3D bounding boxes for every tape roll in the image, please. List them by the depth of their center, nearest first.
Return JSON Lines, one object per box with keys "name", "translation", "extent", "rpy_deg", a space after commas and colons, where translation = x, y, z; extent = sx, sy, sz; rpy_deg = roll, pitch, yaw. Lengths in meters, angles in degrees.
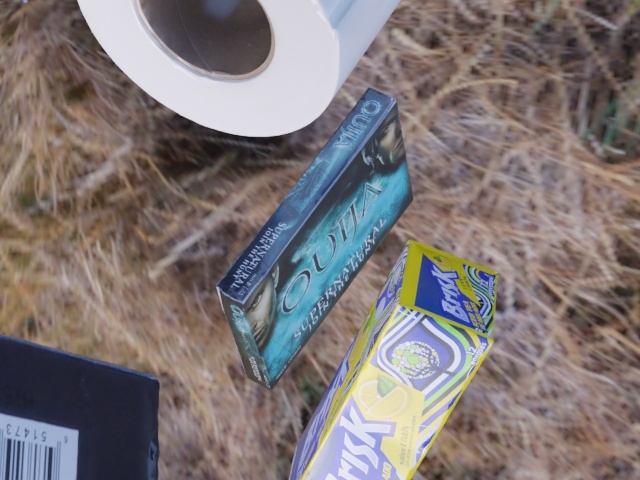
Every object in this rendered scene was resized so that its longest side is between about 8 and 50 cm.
{"name": "tape roll", "translation": [-0.058, -0.229, 1.421], "extent": [0.246, 0.246, 0.169], "rpy_deg": [42, 53, -12]}

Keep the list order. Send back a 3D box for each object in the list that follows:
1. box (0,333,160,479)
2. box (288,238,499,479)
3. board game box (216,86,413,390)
{"name": "box", "translation": [-0.342, 0.179, 1.066], "extent": [0.395, 0.293, 0.212], "rpy_deg": [-10, 72, 33]}
{"name": "box", "translation": [0.035, 0.084, 0.922], "extent": [0.054, 0.059, 0.169], "rpy_deg": [21, 126, -6]}
{"name": "board game box", "translation": [0.000, 0.000, 1.202], "extent": [0.026, 0.126, 0.186], "rpy_deg": [27, 66, 23]}
